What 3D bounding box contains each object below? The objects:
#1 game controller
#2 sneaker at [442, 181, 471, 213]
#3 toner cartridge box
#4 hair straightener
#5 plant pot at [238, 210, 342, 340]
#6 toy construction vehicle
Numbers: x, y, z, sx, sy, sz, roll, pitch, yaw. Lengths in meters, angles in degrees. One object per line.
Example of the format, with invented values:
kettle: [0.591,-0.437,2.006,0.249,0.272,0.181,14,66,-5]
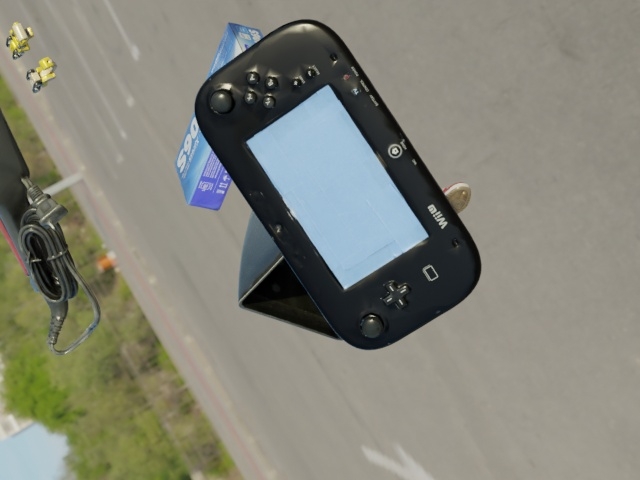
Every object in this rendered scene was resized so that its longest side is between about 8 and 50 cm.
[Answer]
game controller: [0.018,-0.052,1.054,0.319,0.166,0.067,56,-158,-5]
sneaker: [0.176,-0.062,1.529,0.118,0.042,0.067,121,155,-51]
toner cartridge box: [-0.197,-0.249,2.201,0.348,0.075,0.165,-65,31,28]
hair straightener: [-0.198,-0.012,0.703,0.089,0.047,0.231,27,139,47]
plant pot: [0.000,0.000,1.486,0.187,0.188,0.167,22,-144,-33]
toy construction vehicle: [-0.378,-0.244,1.420,0.086,0.035,0.098,63,158,3]
